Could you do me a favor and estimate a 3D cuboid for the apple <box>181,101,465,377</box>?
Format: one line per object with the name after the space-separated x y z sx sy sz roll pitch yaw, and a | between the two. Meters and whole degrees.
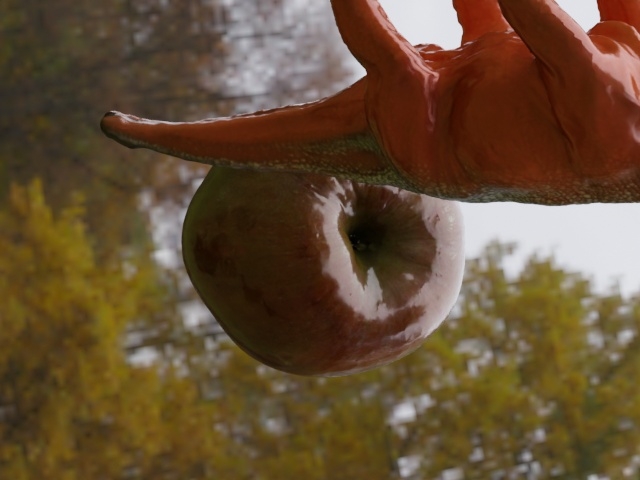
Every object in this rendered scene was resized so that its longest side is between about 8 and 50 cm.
0.001 0.003 0.856 0.102 0.126 0.126 -7 -89 62 | apple

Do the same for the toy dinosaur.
0.069 -0.045 0.474 0.279 0.055 0.101 -7 -77 33 | toy dinosaur
